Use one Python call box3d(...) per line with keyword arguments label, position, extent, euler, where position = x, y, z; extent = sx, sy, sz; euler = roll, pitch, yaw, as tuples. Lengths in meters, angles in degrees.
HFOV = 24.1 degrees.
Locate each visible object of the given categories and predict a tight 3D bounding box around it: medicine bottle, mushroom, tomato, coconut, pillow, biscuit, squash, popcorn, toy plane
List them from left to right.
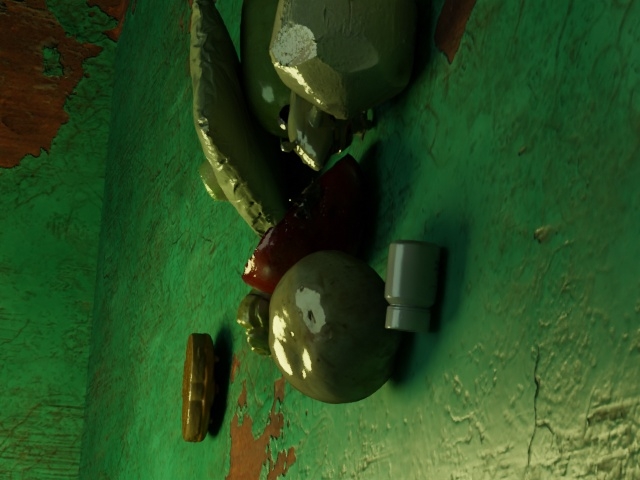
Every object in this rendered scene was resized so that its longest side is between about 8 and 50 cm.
box3d(label="biscuit", position=(-0.183, 0.225, 2.314), extent=(0.170, 0.050, 0.170), euler=(-175, 90, -81))
box3d(label="coconut", position=(-0.138, -0.097, 2.256), extent=(0.081, 0.083, 0.082), euler=(-41, 9, 2))
box3d(label="pillow", position=(-0.112, -0.152, 2.001), extent=(0.280, 0.076, 0.274), euler=(62, -165, -47))
box3d(label="popcorn", position=(-0.054, 0.095, 1.896), extent=(0.109, 0.089, 0.097), euler=(-89, -19, -50))
box3d(label="squash", position=(-0.052, -0.267, 1.992), extent=(0.370, 0.118, 0.118), euler=(-100, 24, -47))
box3d(label="tomato", position=(0.000, 0.000, 1.748), extent=(0.189, 0.099, 0.173), euler=(-46, -8, -19))
box3d(label="toy plane", position=(0.007, -0.188, 1.790), extent=(0.092, 0.108, 0.286), euler=(105, 169, -46))
box3d(label="mushroom", position=(0.019, 0.092, 1.592), extent=(0.166, 0.127, 0.166), euler=(24, 119, 52))
box3d(label="coconut", position=(0.024, -0.214, 1.646), extent=(0.161, 0.161, 0.162), euler=(143, 140, -67))
box3d(label="medicine bottle", position=(0.090, 0.046, 1.492), extent=(0.052, 0.052, 0.089), euler=(168, 109, -72))
